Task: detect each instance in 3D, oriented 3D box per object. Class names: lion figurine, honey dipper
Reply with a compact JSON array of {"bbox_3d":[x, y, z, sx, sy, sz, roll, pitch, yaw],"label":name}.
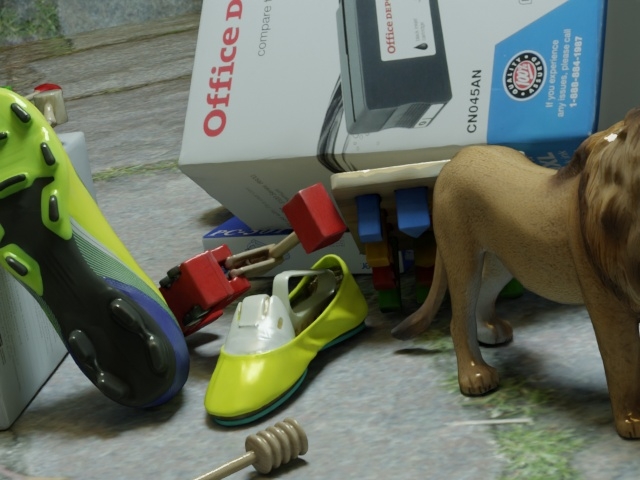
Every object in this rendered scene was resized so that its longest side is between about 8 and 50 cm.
[{"bbox_3d":[0.174,-0.004,1.333,0.142,0.240,0.392,-24,20,-40],"label":"lion figurine"},{"bbox_3d":[-0.080,0.168,1.279,0.160,0.030,0.030,-24,21,-30],"label":"honey dipper"}]

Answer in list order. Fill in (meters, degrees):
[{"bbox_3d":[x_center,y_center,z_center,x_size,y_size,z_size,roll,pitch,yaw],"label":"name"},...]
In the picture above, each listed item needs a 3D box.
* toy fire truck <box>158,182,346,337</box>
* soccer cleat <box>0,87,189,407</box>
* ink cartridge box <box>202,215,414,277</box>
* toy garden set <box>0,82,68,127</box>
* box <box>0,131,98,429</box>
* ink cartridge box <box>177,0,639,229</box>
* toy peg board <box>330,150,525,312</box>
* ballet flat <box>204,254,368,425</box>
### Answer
[{"bbox_3d":[-0.069,0.025,1.561,0.135,0.047,0.192,-26,-8,-28],"label":"toy fire truck"},{"bbox_3d":[-0.202,0.010,1.481,0.093,0.289,0.121,-33,-5,5],"label":"soccer cleat"},{"bbox_3d":[0.000,0.000,1.773,0.207,0.046,0.097,-2,16,26],"label":"ink cartridge box"},{"bbox_3d":[-0.320,-0.092,1.670,0.204,0.049,0.244,-8,15,12],"label":"toy garden set"},{"bbox_3d":[-0.340,0.035,1.632,0.215,0.168,0.345,-7,17,12],"label":"box"},{"bbox_3d":[0.091,-0.173,1.656,0.395,0.285,0.166,-3,-22,26],"label":"ink cartridge box"},{"bbox_3d":[0.103,0.000,1.546,0.161,0.079,0.160,-7,-21,8],"label":"toy peg board"},{"bbox_3d":[-0.032,0.071,1.488,0.077,0.077,0.231,-2,18,30],"label":"ballet flat"}]
